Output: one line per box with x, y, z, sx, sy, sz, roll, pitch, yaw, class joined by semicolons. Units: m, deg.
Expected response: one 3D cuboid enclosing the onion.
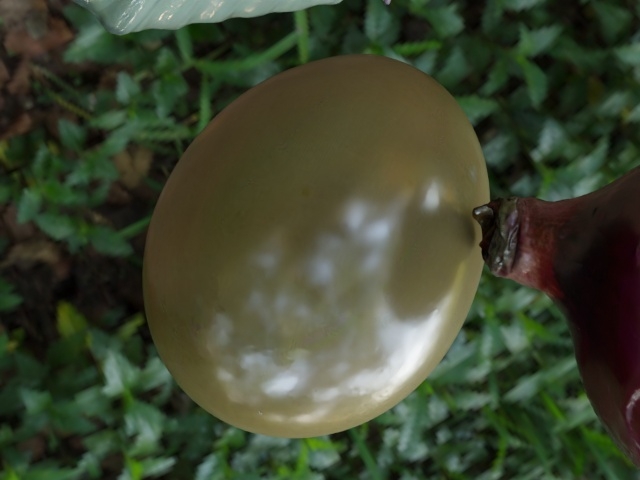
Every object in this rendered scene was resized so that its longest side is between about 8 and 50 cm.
0.305;0.041;1.294;0.348;0.385;0.347;16;90;-75;onion

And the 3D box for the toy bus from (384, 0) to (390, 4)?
0.089;-0.287;0.986;0.303;0.147;0.127;-43;167;1;toy bus

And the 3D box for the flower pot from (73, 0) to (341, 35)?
-0.035;-0.220;0.614;0.209;0.239;0.189;15;147;-26;flower pot

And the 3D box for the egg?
0.000;0.000;1.430;0.301;0.301;0.374;39;70;-46;egg
